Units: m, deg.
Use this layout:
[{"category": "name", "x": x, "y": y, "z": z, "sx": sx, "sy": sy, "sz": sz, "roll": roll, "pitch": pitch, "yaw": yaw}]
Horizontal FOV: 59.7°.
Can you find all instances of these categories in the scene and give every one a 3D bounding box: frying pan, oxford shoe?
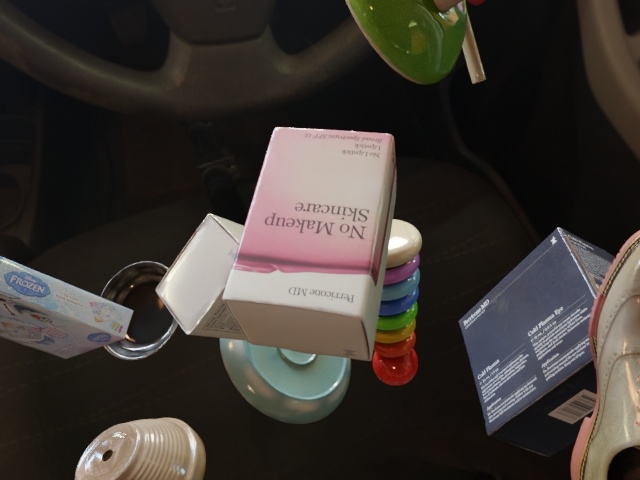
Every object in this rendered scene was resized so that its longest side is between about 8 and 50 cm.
[{"category": "frying pan", "x": -0.322, "y": 0.086, "z": 1.119, "sx": 0.197, "sy": 0.053, "sz": 0.326, "roll": 30, "pitch": 82, "yaw": 25}, {"category": "oxford shoe", "x": 0.356, "y": 0.160, "z": 0.588, "sx": 0.122, "sy": 0.130, "sz": 0.349, "roll": 4, "pitch": 99, "yaw": 11}]

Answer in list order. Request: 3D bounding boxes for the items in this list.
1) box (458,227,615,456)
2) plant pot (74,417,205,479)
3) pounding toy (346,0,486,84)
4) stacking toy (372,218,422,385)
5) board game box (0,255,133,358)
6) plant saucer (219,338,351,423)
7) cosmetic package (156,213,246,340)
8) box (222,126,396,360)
[{"category": "box", "x": 0.489, "y": 0.212, "z": 1.165, "sx": 0.178, "sy": 0.343, "sz": 0.313, "roll": 24, "pitch": 36, "yaw": -19}, {"category": "plant pot", "x": -0.318, "y": 0.381, "z": 0.918, "sx": 0.237, "sy": 0.110, "sz": 0.237, "roll": -20, "pitch": 33, "yaw": 14}, {"category": "pounding toy", "x": 0.129, "y": -0.264, "z": 0.565, "sx": 0.236, "sy": 0.110, "sz": 0.183, "roll": -15, "pitch": 84, "yaw": -49}, {"category": "stacking toy", "x": 0.127, "y": 0.131, "z": 1.045, "sx": 0.141, "sy": 0.331, "sz": 0.141, "roll": -7, "pitch": 29, "yaw": 4}, {"category": "board game box", "x": -0.170, "y": 0.041, "z": 0.322, "sx": 0.090, "sy": 0.090, "sz": 0.020, "roll": 32, "pitch": 53, "yaw": -33}, {"category": "plant saucer", "x": -0.058, "y": 0.222, "z": 1.179, "sx": 0.317, "sy": 0.043, "sz": 0.318, "roll": 21, "pitch": 47, "yaw": -25}, {"category": "cosmetic package", "x": -0.102, "y": 0.081, "z": 0.952, "sx": 0.113, "sy": 0.309, "sz": 0.160, "roll": 43, "pitch": 100, "yaw": 33}, {"category": "box", "x": 0.000, "y": 0.000, "z": 0.639, "sx": 0.148, "sy": 0.127, "sz": 0.233, "roll": 6, "pitch": 59, "yaw": 11}]
